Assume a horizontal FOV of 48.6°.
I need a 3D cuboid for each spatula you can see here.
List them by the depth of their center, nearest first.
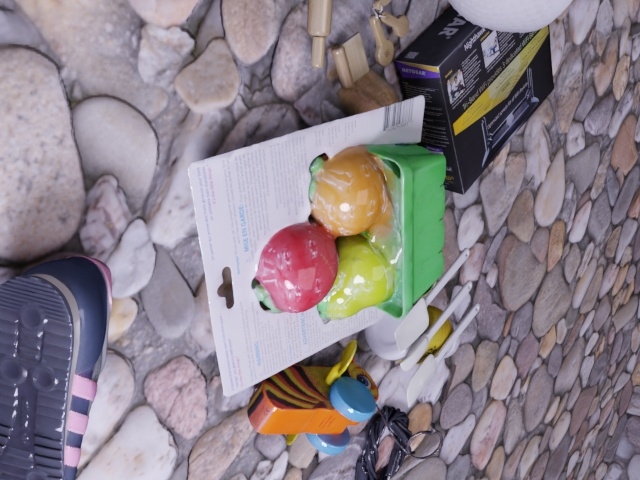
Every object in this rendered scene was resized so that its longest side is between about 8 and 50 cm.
[{"bbox_3d":[0.192,0.127,1.126,0.242,0.019,0.168,-43,129,-36],"label":"spatula"}]

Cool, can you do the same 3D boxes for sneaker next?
[{"bbox_3d":[-0.265,0.164,0.708,0.131,0.112,0.319,-53,164,-69],"label":"sneaker"}]

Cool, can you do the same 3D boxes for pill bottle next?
[{"bbox_3d":[0.163,0.156,1.197,0.184,0.103,0.103,18,92,-51],"label":"pill bottle"}]

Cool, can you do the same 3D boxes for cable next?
[{"bbox_3d":[0.123,0.383,1.298,0.150,0.047,0.185,-18,119,-44],"label":"cable"}]

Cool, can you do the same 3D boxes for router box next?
[{"bbox_3d":[0.261,-0.265,1.140,0.309,0.081,0.243,-46,136,-26],"label":"router box"}]

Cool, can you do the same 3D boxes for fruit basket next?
[{"bbox_3d":[0.000,0.000,0.933,0.353,0.165,0.327,-19,121,-25],"label":"fruit basket"}]

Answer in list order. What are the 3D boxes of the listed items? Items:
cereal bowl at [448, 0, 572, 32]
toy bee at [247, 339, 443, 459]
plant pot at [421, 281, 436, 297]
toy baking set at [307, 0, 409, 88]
[{"bbox_3d":[0.214,-0.430,0.865,0.141,0.339,0.339,1,110,-11],"label":"cereal bowl"},{"bbox_3d":[0.018,0.237,1.057,0.195,0.162,0.298,-39,128,12],"label":"toy bee"},{"bbox_3d":[0.170,0.050,1.186,0.079,0.083,0.083,-13,116,-59],"label":"plant pot"},{"bbox_3d":[0.053,-0.330,0.914,0.196,0.030,0.256,-25,125,-44],"label":"toy baking set"}]
